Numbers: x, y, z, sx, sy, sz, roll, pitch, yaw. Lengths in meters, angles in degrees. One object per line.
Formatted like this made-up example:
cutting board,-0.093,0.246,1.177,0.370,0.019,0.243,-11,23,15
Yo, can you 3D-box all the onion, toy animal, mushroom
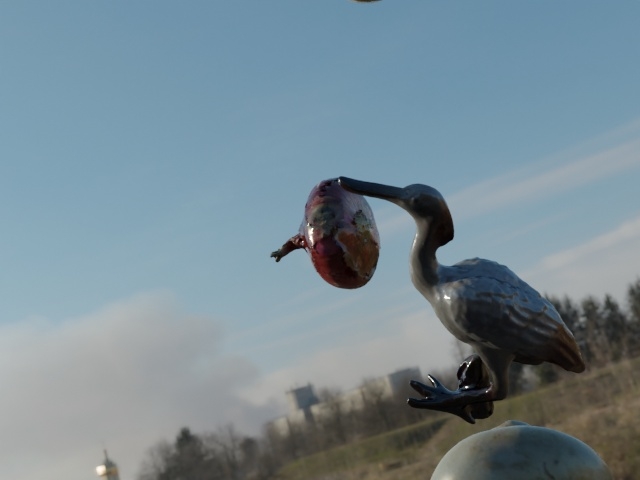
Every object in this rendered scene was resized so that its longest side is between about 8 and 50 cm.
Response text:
onion,0.000,0.000,1.284,0.140,0.150,0.150,-17,-11,21
toy animal,0.155,0.064,1.006,0.195,0.324,0.090,-11,28,19
mushroom,0.257,0.332,1.260,0.244,0.243,0.243,-16,-12,-4

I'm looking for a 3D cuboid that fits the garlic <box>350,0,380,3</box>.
garlic,0.098,-0.517,1.479,0.286,0.249,0.313,-31,-19,-48
